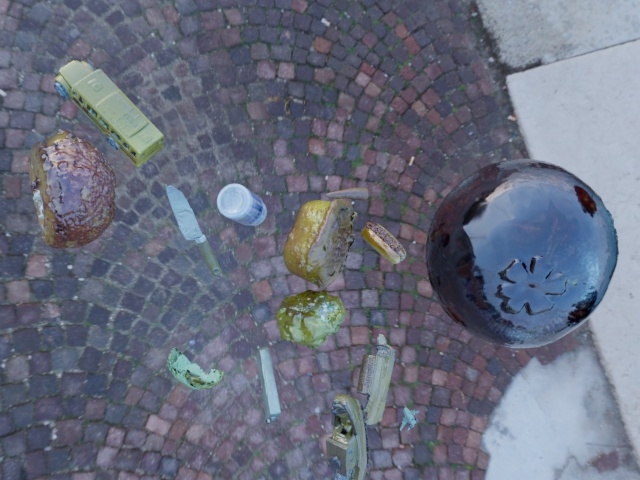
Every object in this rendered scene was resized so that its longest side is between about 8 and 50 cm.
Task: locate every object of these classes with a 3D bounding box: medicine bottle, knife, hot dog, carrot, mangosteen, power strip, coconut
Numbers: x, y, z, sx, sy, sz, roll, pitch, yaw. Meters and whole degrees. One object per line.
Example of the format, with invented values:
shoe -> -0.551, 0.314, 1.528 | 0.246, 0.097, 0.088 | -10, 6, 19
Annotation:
medicine bottle -> -0.232, -0.102, 1.428 | 0.102, 0.186, 0.103 | -2, 82, 11
knife -> -0.293, -0.013, 1.090 | 0.047, 0.298, 0.017 | -19, 45, -6
hot dog -> 0.253, -0.001, 1.927 | 0.102, 0.076, 0.249 | -27, 49, -19
carrot -> 0.100, -0.170, 1.732 | 0.216, 0.048, 0.048 | -6, 84, -40
mangosteen -> 0.331, 0.016, 0.806 | 0.329, 0.330, 0.331 | 1, 83, -10
power strip -> -0.198, 0.528, 1.755 | 0.048, 0.080, 0.286 | -1, 56, -24
coconut -> -0.347, 0.355, 1.265 | 0.158, 0.133, 0.055 | 33, 104, 1

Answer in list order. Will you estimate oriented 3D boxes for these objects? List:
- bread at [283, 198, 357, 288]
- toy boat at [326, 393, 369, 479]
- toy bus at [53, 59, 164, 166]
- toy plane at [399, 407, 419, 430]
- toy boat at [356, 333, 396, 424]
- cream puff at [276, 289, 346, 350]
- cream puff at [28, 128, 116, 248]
bread -> 0.001, -0.002, 1.896 | 0.204, 0.337, 0.359 | 18, 70, 20
toy boat -> 0.068, 0.561, 1.299 | 0.121, 0.089, 0.322 | -32, 125, -47
toy bus -> -0.613, -0.380, 1.371 | 0.335, 0.123, 0.121 | 47, 65, -10
toy plane -> 0.254, 0.506, 1.336 | 0.080, 0.033, 0.083 | -34, 122, -22
toy boat -> 0.190, 0.488, 1.661 | 0.115, 0.089, 0.311 | 13, 74, 9
cream puff -> -0.031, 0.308, 1.768 | 0.281, 0.282, 0.185 | -7, 108, -10
cream puff -> -0.508, -0.104, 0.969 | 0.163, 0.240, 0.240 | -17, 87, -31
